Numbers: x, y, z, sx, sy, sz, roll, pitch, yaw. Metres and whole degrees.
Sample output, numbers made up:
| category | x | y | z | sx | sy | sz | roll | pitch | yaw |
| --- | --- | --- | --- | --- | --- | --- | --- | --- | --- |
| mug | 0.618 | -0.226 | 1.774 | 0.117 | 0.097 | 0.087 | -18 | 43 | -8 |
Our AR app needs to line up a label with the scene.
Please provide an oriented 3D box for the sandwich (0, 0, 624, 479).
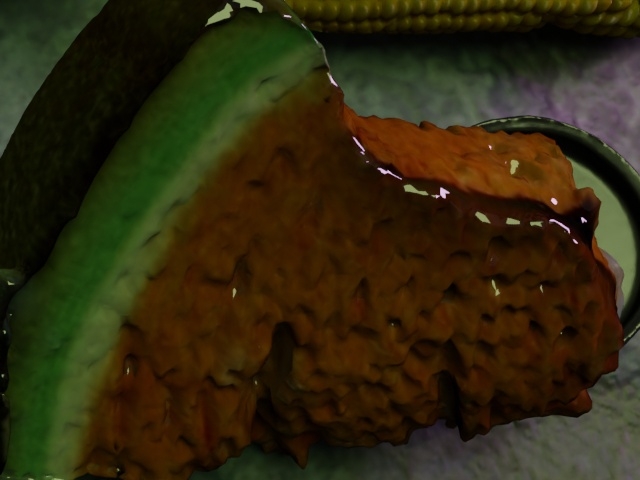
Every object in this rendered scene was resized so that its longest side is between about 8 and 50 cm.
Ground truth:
| category | x | y | z | sx | sy | sz | roll | pitch | yaw |
| --- | --- | --- | --- | --- | --- | --- | --- | --- | --- |
| sandwich | 0.000 | 0.000 | 0.775 | 0.301 | 0.250 | 0.162 | 15 | 29 | -20 |

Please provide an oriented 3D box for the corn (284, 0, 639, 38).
| category | x | y | z | sx | sy | sz | roll | pitch | yaw |
| --- | --- | --- | --- | --- | --- | --- | --- | --- | --- |
| corn | 0.071 | -0.151 | 0.899 | 0.313 | 0.102 | 0.102 | -5 | 71 | -18 |

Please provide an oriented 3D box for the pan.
| category | x | y | z | sx | sy | sz | roll | pitch | yaw |
| --- | --- | --- | --- | --- | --- | --- | --- | --- | --- |
| pan | 0.055 | 0.008 | 0.871 | 0.235 | 0.028 | 0.136 | -5 | 72 | -8 |
